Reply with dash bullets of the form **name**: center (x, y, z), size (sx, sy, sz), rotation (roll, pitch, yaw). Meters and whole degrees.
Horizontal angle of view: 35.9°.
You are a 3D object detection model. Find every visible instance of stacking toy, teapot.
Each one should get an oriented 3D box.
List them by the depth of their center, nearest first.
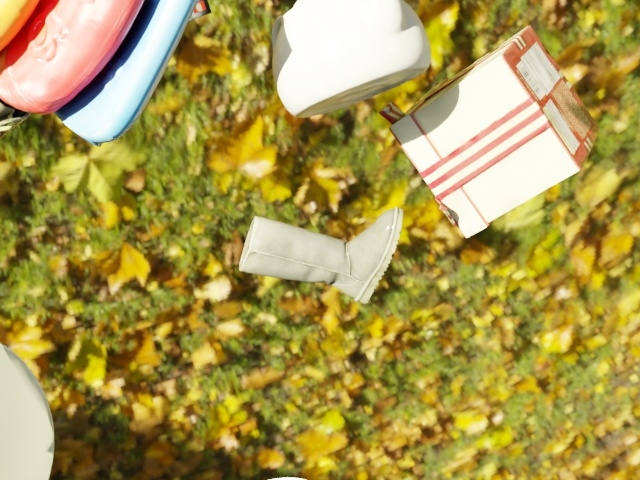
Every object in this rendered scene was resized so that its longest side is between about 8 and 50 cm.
- **stacking toy**: center (-0.205, -0.174, 0.464), size (0.302, 0.175, 0.166), rotation (20, 103, -40)
- **teapot**: center (0.029, -0.303, 1.461), size (0.256, 0.187, 0.252), rotation (-21, 180, 13)

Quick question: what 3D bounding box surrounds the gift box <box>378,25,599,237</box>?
- **gift box**: center (0.265, -0.176, 1.609), size (0.258, 0.255, 0.276), rotation (-32, -178, 33)

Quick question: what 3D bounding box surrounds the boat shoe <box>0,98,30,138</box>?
- **boat shoe**: center (-0.385, -0.181, 1.161), size (0.305, 0.091, 0.109), rotation (-47, 134, 3)

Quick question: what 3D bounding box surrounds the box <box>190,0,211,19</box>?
- **box**: center (-0.224, -0.357, 1.278), size (0.114, 0.207, 0.036), rotation (-21, 149, -2)

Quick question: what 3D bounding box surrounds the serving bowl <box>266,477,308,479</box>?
- **serving bowl**: center (-0.033, 0.210, 0.728), size (0.083, 0.083, 0.027), rotation (-15, 110, -12)

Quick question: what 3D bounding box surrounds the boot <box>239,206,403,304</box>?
- **boot**: center (0.000, 0.000, 1.461), size (0.208, 0.076, 0.190), rotation (22, 119, -5)

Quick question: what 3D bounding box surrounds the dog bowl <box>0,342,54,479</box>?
- **dog bowl**: center (-0.447, 0.242, 1.157), size (0.104, 0.265, 0.265), rotation (-13, 151, 34)
